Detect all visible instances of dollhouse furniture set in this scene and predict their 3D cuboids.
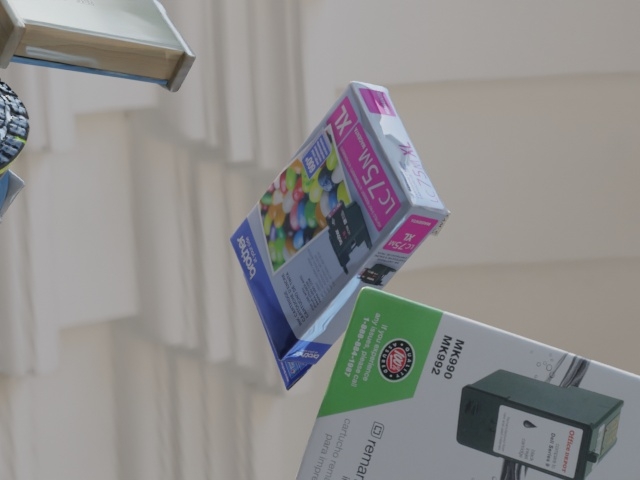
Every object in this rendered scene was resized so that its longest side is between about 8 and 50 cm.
[{"bbox_3d":[-0.315,-0.146,1.597,0.303,0.198,0.286,-57,-133,28],"label":"dollhouse furniture set"}]

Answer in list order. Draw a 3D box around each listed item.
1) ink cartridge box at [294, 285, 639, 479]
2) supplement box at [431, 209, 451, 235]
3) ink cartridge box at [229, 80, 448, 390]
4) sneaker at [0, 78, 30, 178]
[{"bbox_3d":[0.142,0.179,1.208,0.289,0.121,0.211,17,-96,16],"label":"ink cartridge box"},{"bbox_3d":[0.096,-0.044,1.868,0.036,0.098,0.062,-60,-136,18],"label":"supplement box"},{"bbox_3d":[0.000,0.000,1.742,0.311,0.065,0.186,-52,-134,34],"label":"ink cartridge box"},{"bbox_3d":[-0.334,-0.107,1.334,0.121,0.111,0.300,-56,-144,11],"label":"sneaker"}]
